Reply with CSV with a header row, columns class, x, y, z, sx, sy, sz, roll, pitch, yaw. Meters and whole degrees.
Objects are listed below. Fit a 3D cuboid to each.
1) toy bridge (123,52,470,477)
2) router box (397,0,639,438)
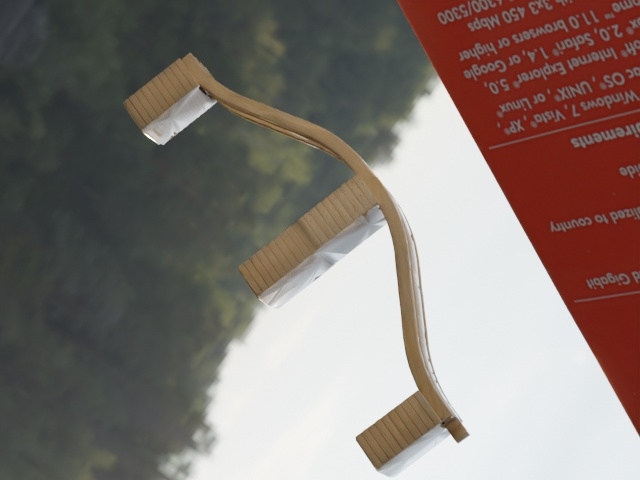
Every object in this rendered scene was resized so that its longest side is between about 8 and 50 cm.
class,x,y,z,sx,sy,sz,roll,pitch,yaw
toy bridge,0.000,0.000,0.605,0.063,0.188,0.026,-38,158,4
router box,0.128,-0.164,0.424,0.082,0.301,0.335,-12,-155,49
